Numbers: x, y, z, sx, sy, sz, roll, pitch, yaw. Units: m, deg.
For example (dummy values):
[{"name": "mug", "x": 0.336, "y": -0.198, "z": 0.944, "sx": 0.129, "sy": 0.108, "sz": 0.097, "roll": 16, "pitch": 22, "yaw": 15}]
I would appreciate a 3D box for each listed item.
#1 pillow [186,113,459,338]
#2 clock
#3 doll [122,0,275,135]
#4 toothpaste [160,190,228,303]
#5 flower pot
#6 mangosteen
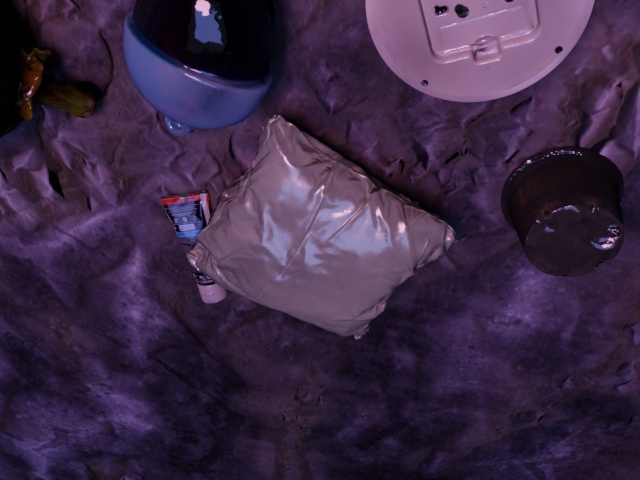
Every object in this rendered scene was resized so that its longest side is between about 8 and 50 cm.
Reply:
[{"name": "pillow", "x": 0.000, "y": 0.000, "z": 0.873, "sx": 0.310, "sy": 0.138, "sz": 0.283, "roll": 27, "pitch": 129, "yaw": -10}, {"name": "clock", "x": 0.162, "y": -0.260, "z": 0.662, "sx": 0.230, "sy": 0.083, "sz": 0.230, "roll": 6, "pitch": 134, "yaw": 6}, {"name": "doll", "x": -0.117, "y": -0.244, "z": 0.685, "sx": 0.177, "sy": 0.141, "sz": 0.314, "roll": 33, "pitch": 125, "yaw": 5}, {"name": "toothpaste", "x": -0.184, "y": 0.009, "z": 0.978, "sx": 0.071, "sy": 0.045, "sz": 0.193, "roll": -8, "pitch": 122, "yaw": 6}, {"name": "flower pot", "x": 0.319, "y": -0.027, "z": 0.819, "sx": 0.157, "sy": 0.107, "sz": 0.157, "roll": 4, "pitch": 132, "yaw": 5}, {"name": "mangosteen", "x": -0.411, "y": -0.205, "z": 0.741, "sx": 0.289, "sy": 0.231, "sz": 0.231, "roll": -4, "pitch": 139, "yaw": -32}]
